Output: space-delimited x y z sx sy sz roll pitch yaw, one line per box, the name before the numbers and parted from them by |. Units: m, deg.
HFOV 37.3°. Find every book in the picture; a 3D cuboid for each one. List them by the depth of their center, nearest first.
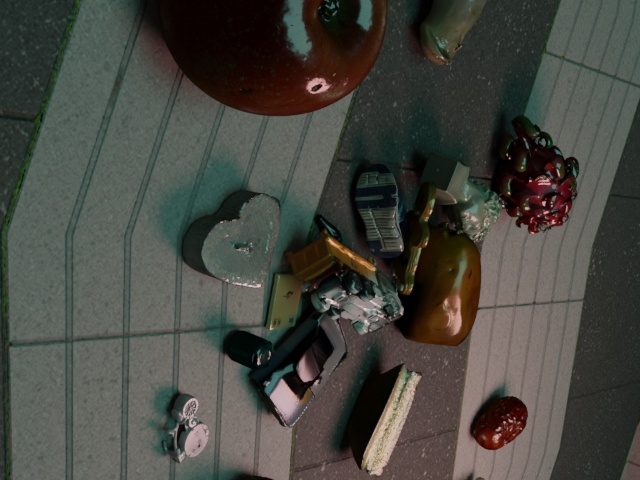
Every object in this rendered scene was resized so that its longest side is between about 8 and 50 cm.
book | -0.069 0.115 1.831 0.077 0.014 0.111 -2 106 -51

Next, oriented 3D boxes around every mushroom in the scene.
mushroom | 0.270 -0.553 1.896 0.177 0.126 0.397 -21 120 -33

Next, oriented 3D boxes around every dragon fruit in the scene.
dragon fruit | 0.518 -0.149 2.303 0.273 0.218 0.198 44 33 -43

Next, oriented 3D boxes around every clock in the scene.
clock | -0.241 0.336 1.689 0.087 0.041 0.129 -37 135 -40

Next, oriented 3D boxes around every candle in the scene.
candle | -0.144 0.011 1.659 0.192 0.068 0.169 -37 127 -33

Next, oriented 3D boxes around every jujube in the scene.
jujube | 0.491 0.499 2.575 0.176 0.109 0.112 -31 92 -36

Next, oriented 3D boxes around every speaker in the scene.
speaker | -0.124 0.206 1.754 0.094 0.075 0.060 35 77 -60

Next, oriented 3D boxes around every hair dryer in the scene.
hair dryer | 0.000 0.000 1.865 0.083 0.031 0.079 -52 127 -12

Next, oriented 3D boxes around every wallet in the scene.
wallet | -0.028 0.249 1.887 0.231 0.069 0.170 -46 134 -25

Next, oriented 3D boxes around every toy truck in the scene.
toy truck | 0.053 0.087 1.861 0.114 0.135 0.270 -30 144 21

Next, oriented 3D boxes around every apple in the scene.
apple | -0.068 -0.358 1.441 0.348 0.276 0.349 -23 121 -44

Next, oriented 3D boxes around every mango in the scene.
mango | 0.277 0.103 2.133 0.201 0.152 0.287 -33 130 -52

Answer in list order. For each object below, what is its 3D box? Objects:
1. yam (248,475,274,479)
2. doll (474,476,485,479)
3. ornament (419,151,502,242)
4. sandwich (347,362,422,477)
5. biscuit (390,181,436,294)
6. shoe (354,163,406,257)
yam | -0.131 0.603 1.810 0.300 0.195 0.195 -50 137 -24
doll | 0.387 0.788 2.572 0.149 0.175 0.278 9 109 -13
ornament | 0.309 -0.110 2.113 0.130 0.120 0.285 -56 137 -11
sandwich | 0.132 0.391 2.116 0.094 0.096 0.258 29 83 -44
biscuit | 0.194 -0.012 2.001 0.035 0.158 0.240 11 107 -12
shoe | 0.130 -0.068 1.953 0.106 0.091 0.207 -68 151 -54
